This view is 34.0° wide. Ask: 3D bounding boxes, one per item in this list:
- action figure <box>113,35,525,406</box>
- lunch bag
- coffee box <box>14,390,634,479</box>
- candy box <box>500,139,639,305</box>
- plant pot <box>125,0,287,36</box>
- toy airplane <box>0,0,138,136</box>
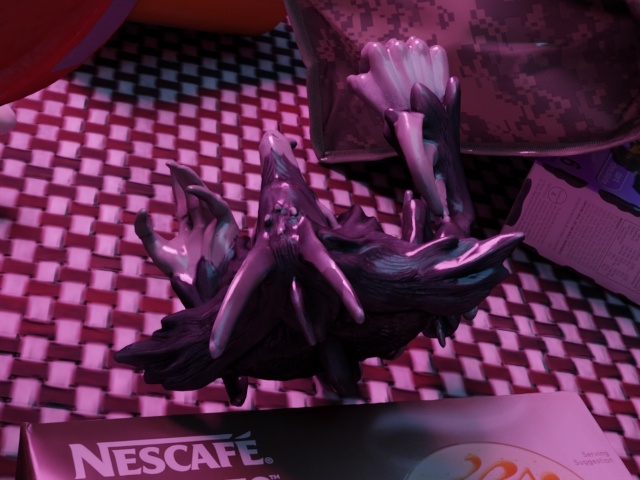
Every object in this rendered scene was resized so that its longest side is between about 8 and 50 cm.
[{"bbox_3d":[0.000,0.000,0.467,0.275,0.164,0.141,33,36,-78],"label":"action figure"},{"bbox_3d":[0.153,-0.164,0.742,0.287,0.169,0.235,2,26,30],"label":"lunch bag"},{"bbox_3d":[0.013,0.145,0.401,0.246,0.098,0.141,1,38,-23],"label":"coffee box"},{"bbox_3d":[0.253,-0.020,0.760,0.196,0.070,0.165,27,36,12],"label":"candy box"},{"bbox_3d":[-0.112,-0.248,0.810,0.188,0.205,0.205,13,32,-35],"label":"plant pot"},{"bbox_3d":[-0.285,-0.059,0.443,0.386,0.272,0.384,-28,17,-36],"label":"toy airplane"}]
